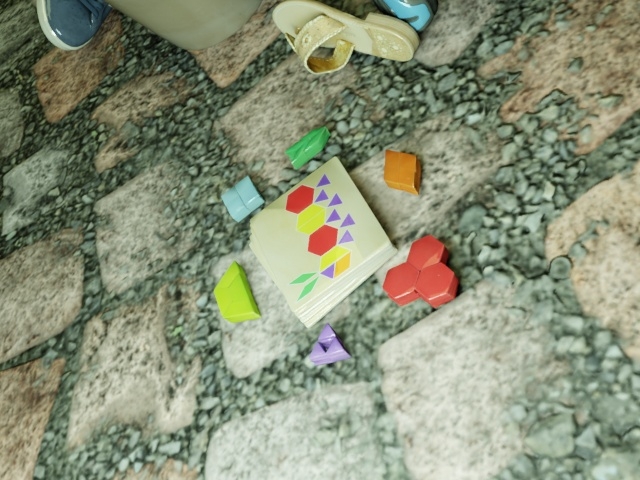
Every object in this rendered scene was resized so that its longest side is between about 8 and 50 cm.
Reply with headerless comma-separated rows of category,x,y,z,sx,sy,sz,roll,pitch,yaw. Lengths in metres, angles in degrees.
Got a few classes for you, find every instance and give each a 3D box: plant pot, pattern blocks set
plant pot,-0.228,-0.447,1.302,0.323,0.280,0.323,-19,50,24
pattern blocks set,0.000,0.000,1.004,0.285,0.026,0.325,-30,47,13

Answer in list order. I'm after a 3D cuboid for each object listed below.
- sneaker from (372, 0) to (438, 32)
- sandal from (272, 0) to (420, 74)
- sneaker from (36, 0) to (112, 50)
sneaker,0.095,-0.408,1.162,0.140,0.125,0.341,-31,48,11
sandal,0.010,-0.255,1.138,0.240,0.088,0.079,17,68,35
sneaker,-0.372,-0.489,1.534,0.148,0.131,0.350,-2,58,38
